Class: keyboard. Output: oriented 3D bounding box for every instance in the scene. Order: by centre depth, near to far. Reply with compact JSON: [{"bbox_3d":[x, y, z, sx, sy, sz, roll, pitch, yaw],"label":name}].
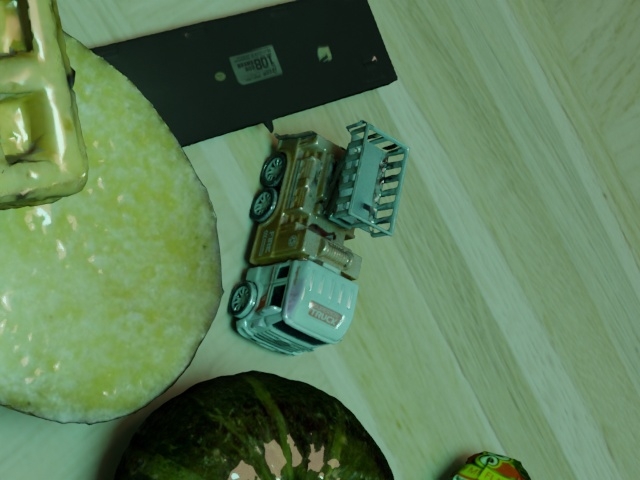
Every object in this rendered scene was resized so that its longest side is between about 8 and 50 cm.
[{"bbox_3d":[-0.059,-0.139,1.088,0.317,0.027,0.106,-21,93,-42],"label":"keyboard"}]

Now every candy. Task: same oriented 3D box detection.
[{"bbox_3d":[0.116,0.333,1.134,0.091,0.083,0.305,39,65,-49],"label":"candy"}]

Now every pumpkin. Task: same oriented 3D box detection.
[{"bbox_3d":[-0.052,0.203,0.943,0.224,0.157,0.223,-1,92,-26],"label":"pumpkin"}]

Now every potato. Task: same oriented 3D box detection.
[{"bbox_3d":[-0.208,-0.007,0.870,0.299,0.116,0.239,46,55,-29],"label":"potato"}]

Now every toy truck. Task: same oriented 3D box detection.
[{"bbox_3d":[0.001,0.001,1.054,0.080,0.115,0.177,27,66,-35],"label":"toy truck"}]

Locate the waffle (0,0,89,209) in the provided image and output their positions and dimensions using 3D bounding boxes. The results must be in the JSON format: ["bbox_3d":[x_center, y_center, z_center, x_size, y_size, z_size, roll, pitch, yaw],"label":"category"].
[{"bbox_3d":[-0.281,-0.185,0.675,0.261,0.114,0.376,-14,96,-40],"label":"waffle"}]
